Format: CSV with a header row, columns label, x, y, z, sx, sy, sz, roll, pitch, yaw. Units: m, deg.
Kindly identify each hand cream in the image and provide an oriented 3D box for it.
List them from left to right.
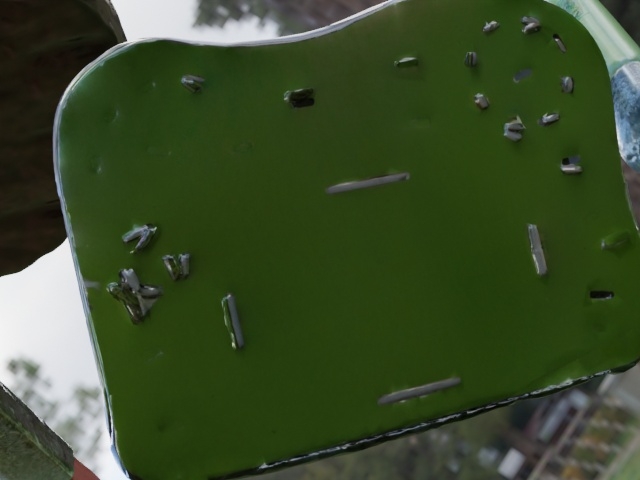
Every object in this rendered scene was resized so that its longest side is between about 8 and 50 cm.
label,x,y,z,sx,sy,sz,roll,pitch,yaw
hand cream,0.173,-0.109,1.000,0.046,0.175,0.095,-23,-46,-5

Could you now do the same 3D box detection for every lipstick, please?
label,x,y,z,sx,sy,sz,roll,pitch,yaw
lipstick,-0.222,0.101,1.000,0.051,0.051,0.312,-23,-43,11

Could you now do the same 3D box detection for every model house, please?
label,x,y,z,sx,sy,sz,roll,pitch,yaw
model house,0.001,0.001,0.812,0.293,0.207,0.154,-12,-5,-23

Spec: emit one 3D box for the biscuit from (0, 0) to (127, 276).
label,x,y,z,sx,sy,sz,roll,pitch,yaw
biscuit,-0.331,-0.089,1.121,0.407,0.091,0.407,-13,-35,-9
